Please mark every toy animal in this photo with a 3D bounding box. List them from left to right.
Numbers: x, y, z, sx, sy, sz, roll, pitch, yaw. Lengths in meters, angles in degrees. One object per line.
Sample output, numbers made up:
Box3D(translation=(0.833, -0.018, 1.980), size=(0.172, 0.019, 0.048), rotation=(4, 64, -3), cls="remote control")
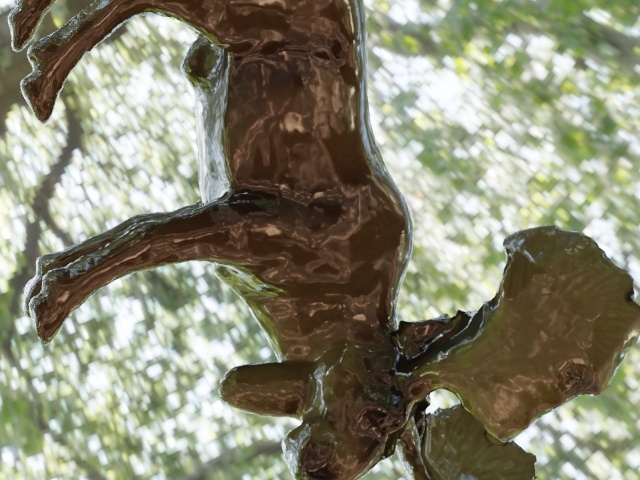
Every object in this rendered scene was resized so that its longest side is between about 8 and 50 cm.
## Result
Box3D(translation=(0.000, 0.000, 0.566), size=(0.186, 0.094, 0.214), rotation=(-5, -87, -12), cls="toy animal")
